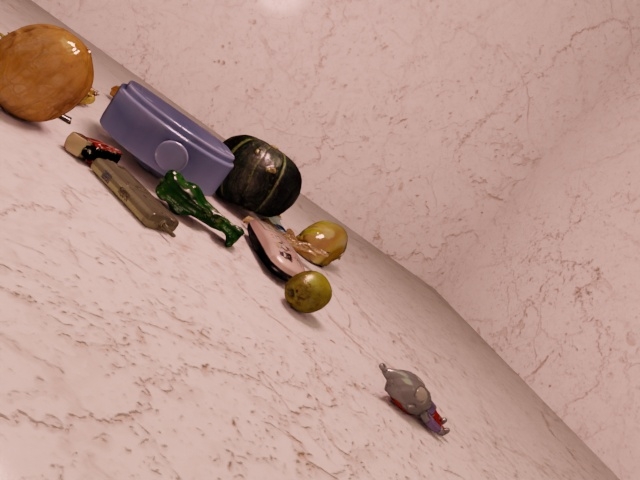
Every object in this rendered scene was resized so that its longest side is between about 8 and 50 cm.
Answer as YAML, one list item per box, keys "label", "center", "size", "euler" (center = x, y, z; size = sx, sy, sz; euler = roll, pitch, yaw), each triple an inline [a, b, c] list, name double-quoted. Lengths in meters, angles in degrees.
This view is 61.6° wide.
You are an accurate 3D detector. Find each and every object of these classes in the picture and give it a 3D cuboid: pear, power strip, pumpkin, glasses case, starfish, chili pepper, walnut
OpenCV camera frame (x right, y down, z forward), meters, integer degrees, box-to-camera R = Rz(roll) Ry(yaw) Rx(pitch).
- label: "pear"
  center: [-0.030, 0.122, 1.284]
  size: [0.131, 0.107, 0.107]
  euler: [11, 25, -46]
- label: "power strip"
  center: [-0.391, -0.089, 1.156]
  size: [0.268, 0.034, 0.092]
  euler: [41, 8, 24]
- label: "pumpkin"
  center: [-0.219, -0.218, 1.826]
  size: [0.323, 0.241, 0.323]
  euler: [24, 1, 0]
- label: "glasses case"
  center: [-0.127, 0.026, 1.499]
  size: [0.122, 0.075, 0.314]
  euler: [36, 8, -30]
- label: "starfish"
  center: [-0.110, -0.002, 1.760]
  size: [0.302, 0.060, 0.299]
  euler: [29, 4, 27]
- label: "chili pepper"
  center: [-0.296, -0.074, 1.335]
  size: [0.253, 0.083, 0.099]
  euler: [39, 8, -22]
- label: "walnut"
  center: [-0.596, -0.359, 1.152]
  size: [0.195, 0.222, 0.195]
  euler: [55, -10, 15]

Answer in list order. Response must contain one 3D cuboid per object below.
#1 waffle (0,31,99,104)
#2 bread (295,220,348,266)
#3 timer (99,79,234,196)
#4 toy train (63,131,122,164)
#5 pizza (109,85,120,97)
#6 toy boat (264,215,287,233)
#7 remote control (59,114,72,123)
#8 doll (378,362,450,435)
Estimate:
- label: "waffle"
  center: [-0.808, -0.503, 1.592]
  size: [0.329, 0.062, 0.329]
  euler: [38, 9, -7]
- label: "bread"
  center: [0.009, -0.005, 1.973]
  size: [0.158, 0.156, 0.261]
  euler: [42, 8, 17]
- label: "timer"
  center: [-0.425, -0.263, 1.493]
  size: [0.395, 0.173, 0.395]
  euler: [38, 7, -6]
- label: "toy train"
  center: [-0.515, -0.204, 1.228]
  size: [0.087, 0.050, 0.138]
  euler: [33, 6, 6]
- label: "pizza"
  center: [-0.717, -0.535, 2.141]
  size: [0.189, 0.071, 0.297]
  euler: [25, 5, 1]
- label: "toy boat"
  center: [-0.199, -0.098, 2.040]
  size: [0.220, 0.067, 0.291]
  euler: [27, 24, -48]
- label: "remote control"
  center: [-0.671, -0.326, 1.354]
  size: [0.091, 0.016, 0.034]
  euler: [30, 15, -37]
- label: "doll"
  center: [0.201, 0.342, 1.171]
  size: [0.227, 0.075, 0.102]
  euler: [48, 15, -15]
